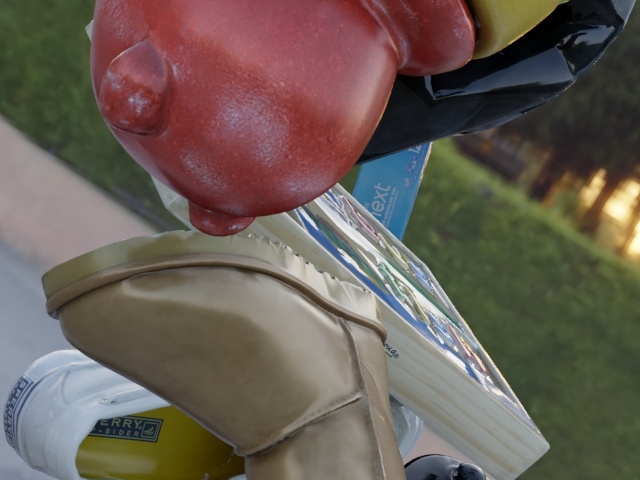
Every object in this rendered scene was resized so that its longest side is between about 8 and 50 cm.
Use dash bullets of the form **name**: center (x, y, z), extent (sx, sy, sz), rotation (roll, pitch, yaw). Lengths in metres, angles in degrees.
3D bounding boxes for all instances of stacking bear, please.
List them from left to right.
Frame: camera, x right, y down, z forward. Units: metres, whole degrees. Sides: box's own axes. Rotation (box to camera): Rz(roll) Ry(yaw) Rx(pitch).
- **stacking bear**: center (0.028, -0.133, 0.555), extent (0.164, 0.289, 0.175), rotation (36, -10, 26)

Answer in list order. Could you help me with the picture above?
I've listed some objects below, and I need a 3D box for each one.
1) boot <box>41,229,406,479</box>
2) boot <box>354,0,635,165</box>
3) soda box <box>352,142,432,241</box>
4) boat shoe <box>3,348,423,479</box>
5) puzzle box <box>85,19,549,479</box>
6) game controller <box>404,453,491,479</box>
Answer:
- **boot**: center (-0.008, 0.140, 0.675), extent (0.236, 0.089, 0.269), rotation (15, 55, -50)
- **boot**: center (0.095, -0.220, 1.018), extent (0.146, 0.367, 0.445), rotation (56, -1, -19)
- **soda box**: center (0.072, -0.049, 1.676), extent (0.067, 0.210, 0.071), rotation (20, 34, 5)
- **boat shoe**: center (-0.044, 0.152, 1.145), extent (0.367, 0.136, 0.156), rotation (10, 9, -35)
- **puzzle box**: center (0.000, 0.000, 1.149), extent (0.409, 0.052, 0.272), rotation (41, 10, -37)
- **game controller**: center (0.062, 0.230, 0.878), extent (0.166, 0.067, 0.319), rotation (29, 27, 20)
